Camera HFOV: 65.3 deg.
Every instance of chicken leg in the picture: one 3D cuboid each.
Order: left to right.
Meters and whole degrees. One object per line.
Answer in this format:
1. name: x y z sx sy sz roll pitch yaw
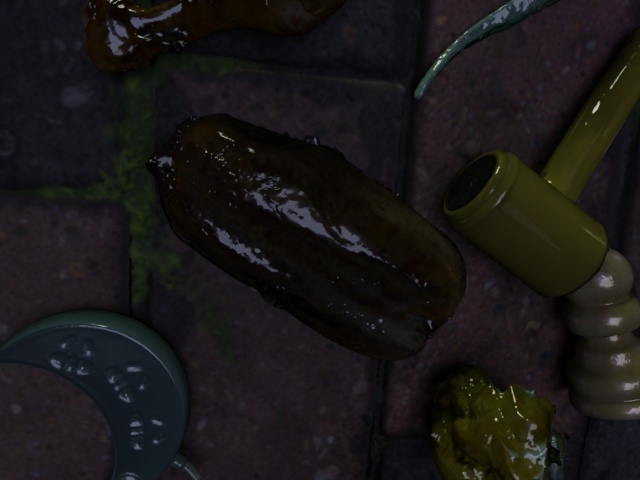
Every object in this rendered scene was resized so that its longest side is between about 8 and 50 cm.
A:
1. chicken leg: -0.075 -0.205 0.409 0.251 0.087 0.107 -23 82 1

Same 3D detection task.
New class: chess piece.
1. chess piece: 0.298 0.089 0.524 0.094 0.094 0.171 -13 95 -7

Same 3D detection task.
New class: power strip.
1. power strip: -0.188 0.156 0.467 0.137 0.044 0.216 -31 103 -4

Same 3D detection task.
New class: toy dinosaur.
1. toy dinosaur: 0.223 -0.281 0.442 0.382 0.076 0.129 -28 128 3

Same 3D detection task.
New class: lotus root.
1. lotus root: -0.001 0.000 0.455 0.329 0.078 0.167 30 92 -14

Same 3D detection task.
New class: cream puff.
1. cream puff: 0.171 0.203 0.497 0.156 0.156 0.121 36 77 -14

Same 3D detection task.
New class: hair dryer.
1. hair dryer: 0.244 -0.096 0.486 0.134 0.090 0.279 34 86 -12
